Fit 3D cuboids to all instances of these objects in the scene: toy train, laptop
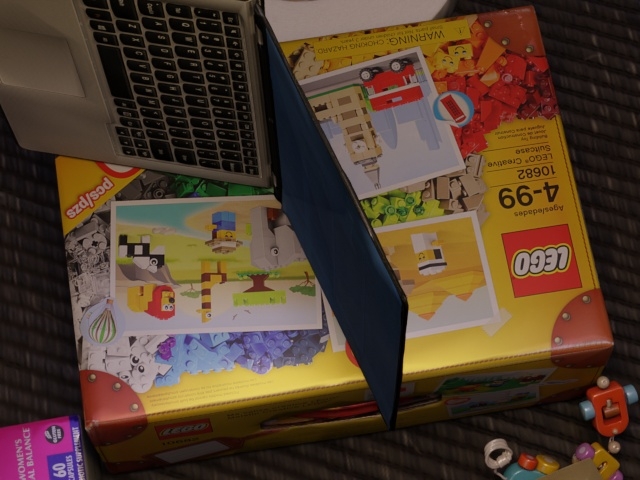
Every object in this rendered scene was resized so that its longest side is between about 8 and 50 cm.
[{"bbox_3d":[0.240,0.202,1.667,0.166,0.046,0.125,-22,114,-6],"label":"toy train"},{"bbox_3d":[-0.115,-0.029,1.392,0.408,0.382,0.236,9,70,4],"label":"laptop"}]

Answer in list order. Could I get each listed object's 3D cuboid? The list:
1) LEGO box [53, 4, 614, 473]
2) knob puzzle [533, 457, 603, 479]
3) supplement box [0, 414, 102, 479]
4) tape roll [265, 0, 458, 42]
[{"bbox_3d":[0.000,0.000,1.687,0.500,0.193,0.372,-9,70,-3],"label":"LEGO box"},{"bbox_3d":[0.226,0.332,1.620,0.213,0.030,0.213,0,72,-1],"label":"knob puzzle"},{"bbox_3d":[-0.330,0.253,1.643,0.220,0.114,0.111,-11,71,-1],"label":"supplement box"},{"bbox_3d":[-0.025,-0.347,1.880,0.392,0.072,0.392,0,70,1],"label":"tape roll"}]
